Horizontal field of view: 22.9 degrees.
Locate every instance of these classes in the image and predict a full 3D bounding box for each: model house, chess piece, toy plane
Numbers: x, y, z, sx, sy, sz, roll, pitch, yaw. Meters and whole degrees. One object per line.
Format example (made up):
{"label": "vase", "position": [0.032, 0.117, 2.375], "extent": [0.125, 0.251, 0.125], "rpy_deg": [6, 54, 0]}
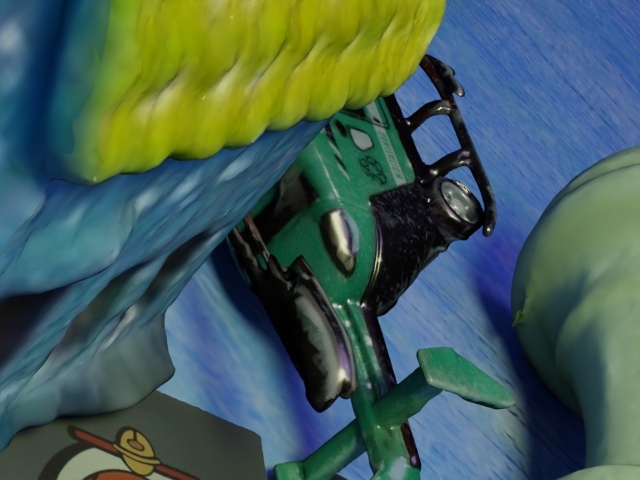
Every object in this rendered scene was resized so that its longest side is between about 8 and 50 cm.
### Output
{"label": "model house", "position": [-0.081, -0.098, 0.503], "extent": [0.215, 0.303, 0.237], "rpy_deg": [47, 26, 9]}
{"label": "chess piece", "position": [0.171, 0.099, 0.785], "extent": [0.194, 0.194, 0.299], "rpy_deg": [44, 37, -14]}
{"label": "toy plane", "position": [0.000, 0.000, 0.718], "extent": [0.155, 0.106, 0.382], "rpy_deg": [20, 40, -38]}

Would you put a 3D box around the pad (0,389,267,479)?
{"label": "pad", "position": [-0.098, 0.098, 0.550], "extent": [0.245, 0.006, 0.170], "rpy_deg": [30, 35, -37]}
